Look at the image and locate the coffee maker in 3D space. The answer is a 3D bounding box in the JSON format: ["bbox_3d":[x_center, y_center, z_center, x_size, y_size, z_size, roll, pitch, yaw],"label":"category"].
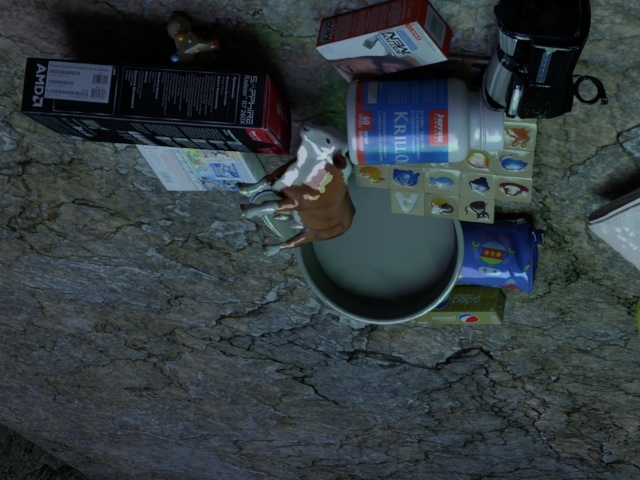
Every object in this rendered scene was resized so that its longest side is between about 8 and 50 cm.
[{"bbox_3d":[0.310,-0.256,1.615,0.171,0.120,0.178,-13,155,-7],"label":"coffee maker"}]

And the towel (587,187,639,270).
[{"bbox_3d":[0.634,0.023,1.886,0.332,0.053,0.317,39,151,-12],"label":"towel"}]

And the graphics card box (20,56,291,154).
[{"bbox_3d":[-0.241,-0.201,1.836,0.371,0.094,0.233,4,176,7],"label":"graphics card box"}]

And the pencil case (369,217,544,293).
[{"bbox_3d":[0.240,0.011,2.125,0.306,0.133,0.119,7,-165,10],"label":"pencil case"}]

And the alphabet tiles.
[{"bbox_3d":[0.189,-0.153,1.862,0.285,0.011,0.342,6,139,11],"label":"alphabet tiles"}]

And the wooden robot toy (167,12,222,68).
[{"bbox_3d":[-0.192,-0.299,1.773,0.076,0.079,0.173,-21,178,-4],"label":"wooden robot toy"}]

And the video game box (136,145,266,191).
[{"bbox_3d":[-0.212,-0.154,2.065,0.187,0.048,0.205,4,152,19],"label":"video game box"}]

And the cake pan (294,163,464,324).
[{"bbox_3d":[0.102,0.000,2.058,0.293,0.054,0.293,4,109,12],"label":"cake pan"}]

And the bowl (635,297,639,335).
[{"bbox_3d":[0.736,0.203,2.260,0.289,0.156,0.289,9,153,4],"label":"bowl"}]

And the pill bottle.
[{"bbox_3d":[0.152,-0.173,1.738,0.222,0.124,0.124,-2,151,7],"label":"pill bottle"}]

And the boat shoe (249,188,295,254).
[{"bbox_3d":[0.000,0.000,2.172,0.302,0.094,0.109,33,129,-17],"label":"boat shoe"}]

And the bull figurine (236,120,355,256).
[{"bbox_3d":[-0.027,-0.073,1.887,0.188,0.101,0.310,-16,154,3],"label":"bull figurine"}]

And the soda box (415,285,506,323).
[{"bbox_3d":[0.275,0.129,2.401,0.181,0.061,0.058,-1,150,24],"label":"soda box"}]

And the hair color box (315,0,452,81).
[{"bbox_3d":[0.089,-0.282,1.692,0.167,0.053,0.093,-7,148,35],"label":"hair color box"}]
